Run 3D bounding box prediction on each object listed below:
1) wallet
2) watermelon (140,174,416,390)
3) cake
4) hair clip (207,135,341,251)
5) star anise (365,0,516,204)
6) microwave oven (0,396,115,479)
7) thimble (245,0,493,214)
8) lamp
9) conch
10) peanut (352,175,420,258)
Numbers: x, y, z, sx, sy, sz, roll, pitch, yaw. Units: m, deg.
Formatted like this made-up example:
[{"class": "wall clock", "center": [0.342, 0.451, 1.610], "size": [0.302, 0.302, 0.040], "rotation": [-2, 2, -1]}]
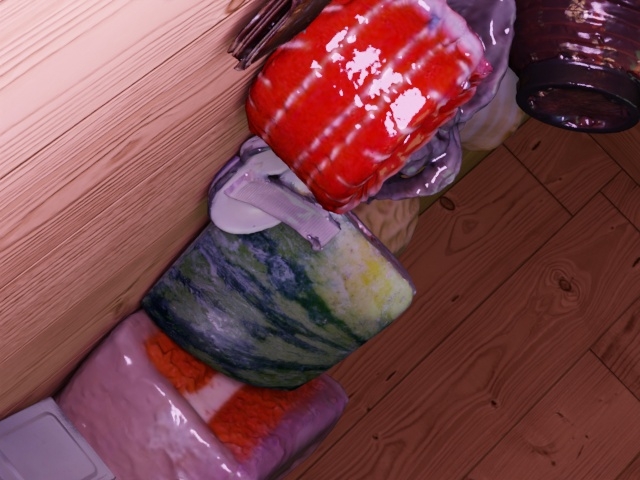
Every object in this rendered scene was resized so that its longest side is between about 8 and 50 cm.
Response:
[{"class": "wallet", "center": [0.028, -0.204, 1.167], "size": [0.232, 0.031, 0.122], "rotation": [-44, 180, 30]}, {"class": "watermelon", "center": [-0.036, 0.020, 1.844], "size": [0.261, 0.213, 0.201], "rotation": [-40, -166, 30]}, {"class": "cake", "center": [-0.150, 0.202, 1.967], "size": [0.230, 0.237, 0.309], "rotation": [-47, 173, 25]}, {"class": "hair clip", "center": [-0.041, -0.040, 1.629], "size": [0.116, 0.049, 0.172], "rotation": [-41, 145, 18]}, {"class": "star anise", "center": [0.102, -0.134, 1.751], "size": [0.316, 0.139, 0.359], "rotation": [-43, -175, 30]}, {"class": "microwave oven", "center": [-0.326, 0.281, 1.797], "size": [0.205, 0.129, 0.163], "rotation": [-46, 168, 32]}, {"class": "thimble", "center": [0.032, -0.115, 1.393], "size": [0.163, 0.125, 0.189], "rotation": [-42, 175, -29]}, {"class": "lamp", "center": [0.308, -0.245, 2.016], "size": [0.247, 0.247, 0.247], "rotation": [-43, 175, -5]}, {"class": "conch", "center": [0.174, -0.164, 2.113], "size": [0.158, 0.127, 0.255], "rotation": [-46, 174, 30]}, {"class": "peanut", "center": [0.000, 0.000, 2.013], "size": [0.325, 0.153, 0.140], "rotation": [-38, 136, -41]}]
